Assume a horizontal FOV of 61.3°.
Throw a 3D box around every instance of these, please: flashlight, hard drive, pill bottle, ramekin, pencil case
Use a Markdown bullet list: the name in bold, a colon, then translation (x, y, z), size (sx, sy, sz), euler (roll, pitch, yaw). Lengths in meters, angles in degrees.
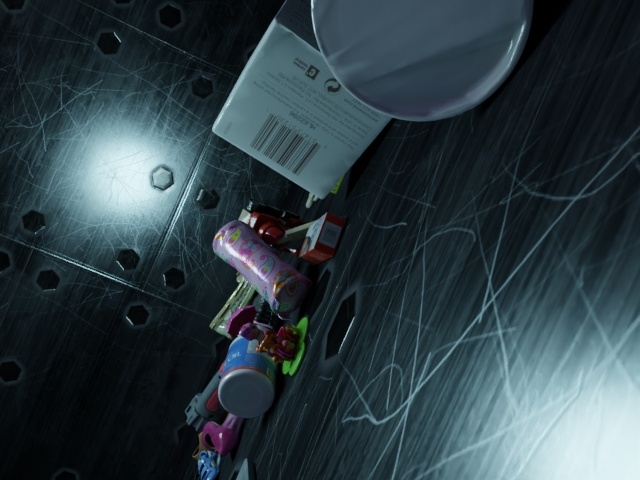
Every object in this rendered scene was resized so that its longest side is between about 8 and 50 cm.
- **flashlight**: translation (-0.261, 0.413, 1.486), size (0.304, 0.103, 0.103), euler (-56, 34, 24)
- **hard drive**: translation (-0.150, 0.489, 1.024), size (0.135, 0.022, 0.094), euler (-166, 100, -80)
- **pill bottle**: translation (-0.159, 0.290, 1.243), size (0.221, 0.124, 0.124), euler (-93, 28, -70)
- **ramekin**: translation (0.133, -0.301, 0.689), size (0.273, 0.273, 0.127), euler (-57, 1, 44)
- **pencil case**: translation (-0.147, 0.067, 1.325), size (0.124, 0.284, 0.124), euler (-31, -37, -27)

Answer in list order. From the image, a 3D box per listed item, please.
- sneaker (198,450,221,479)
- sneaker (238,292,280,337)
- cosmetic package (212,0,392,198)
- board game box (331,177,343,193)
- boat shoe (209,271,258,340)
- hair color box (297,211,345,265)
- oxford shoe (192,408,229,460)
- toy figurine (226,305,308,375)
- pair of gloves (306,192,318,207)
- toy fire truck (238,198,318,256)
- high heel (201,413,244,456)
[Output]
- **sneaker**: translation (-0.305, 0.618, 1.456), size (0.053, 0.059, 0.144), euler (-64, 11, 4)
- **sneaker**: translation (-0.145, 0.179, 1.480), size (0.296, 0.104, 0.147), euler (-75, 7, -61)
- **cosmetic package**: translation (-0.013, -0.392, 1.347), size (0.327, 0.329, 0.394), euler (-49, 18, 37)
- **board game box**: translation (0.035, -0.196, 1.582), size (0.092, 0.043, 0.181), euler (-64, 10, 8)
- **boat shoe**: translation (-0.230, 0.147, 1.573), size (0.104, 0.089, 0.285), euler (55, -120, -86)
- **hair color box**: translation (0.000, 0.000, 1.280), size (0.167, 0.053, 0.093), euler (141, 150, -73)
- **oxford shoe**: translation (-0.313, 0.565, 1.584), size (0.212, 0.076, 0.076), euler (-63, 8, 7)
- **toy figurine**: translation (-0.120, 0.202, 1.134), size (0.173, 0.159, 0.130), euler (-116, 50, -77)
- **pair of gloves**: translation (0.009, -0.243, 1.842), size (0.204, 0.042, 0.240), euler (142, 151, -71)
- **toy fire truck**: translation (-0.079, -0.021, 1.492), size (0.246, 0.217, 0.158), euler (32, 100, 38)
- **high heel**: translation (-0.276, 0.541, 1.424), size (0.244, 0.082, 0.117), euler (-40, 17, 43)
